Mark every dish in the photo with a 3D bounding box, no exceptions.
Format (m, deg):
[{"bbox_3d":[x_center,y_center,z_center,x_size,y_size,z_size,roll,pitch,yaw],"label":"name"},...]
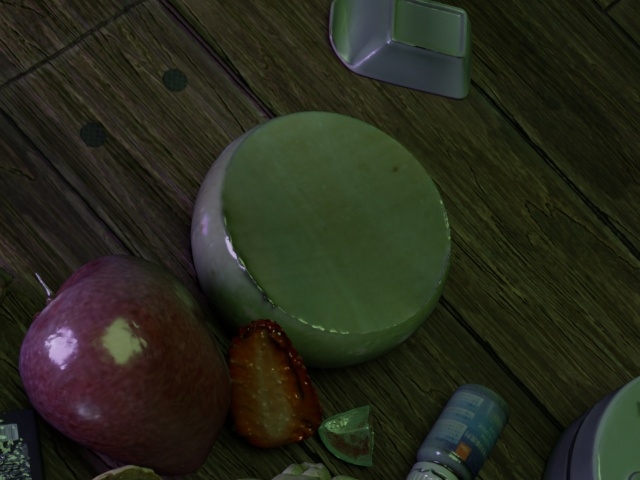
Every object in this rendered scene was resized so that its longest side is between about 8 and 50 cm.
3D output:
[{"bbox_3d":[0.128,-0.311,2.191,0.234,0.064,0.154,11,62,-14],"label":"dish"}]

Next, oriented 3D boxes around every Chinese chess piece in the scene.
[{"bbox_3d":[0.000,0.000,1.942,0.349,0.146,0.349,9,62,-17],"label":"Chinese chess piece"}]

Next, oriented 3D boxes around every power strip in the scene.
[{"bbox_3d":[0.484,0.345,1.941,0.357,0.161,0.357,9,62,-17],"label":"power strip"}]

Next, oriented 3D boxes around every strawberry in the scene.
[{"bbox_3d":[-0.061,0.172,1.828,0.121,0.188,0.082,-5,26,0],"label":"strawberry"}]

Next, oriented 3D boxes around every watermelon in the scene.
[{"bbox_3d":[0.040,0.246,1.883,0.085,0.061,0.085,13,61,-25],"label":"watermelon"}]

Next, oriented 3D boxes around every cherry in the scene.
[{"bbox_3d":[-0.225,0.148,1.728,0.221,0.261,0.307,-37,100,10],"label":"cherry"}]

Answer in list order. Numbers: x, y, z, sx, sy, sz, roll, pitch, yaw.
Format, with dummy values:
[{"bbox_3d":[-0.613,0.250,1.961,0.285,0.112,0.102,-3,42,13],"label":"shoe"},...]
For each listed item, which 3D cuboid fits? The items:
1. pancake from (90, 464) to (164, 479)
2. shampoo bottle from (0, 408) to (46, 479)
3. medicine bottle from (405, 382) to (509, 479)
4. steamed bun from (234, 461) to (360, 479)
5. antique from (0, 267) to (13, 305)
[{"bbox_3d":[-0.240,0.324,1.696,0.158,0.158,0.028,-18,41,-27],"label":"pancake"},{"bbox_3d":[-0.356,0.350,1.678,0.098,0.071,0.309,-3,66,-23],"label":"shampoo bottle"},{"bbox_3d":[0.167,0.283,1.901,0.083,0.083,0.203,37,60,0],"label":"medicine bottle"},{"bbox_3d":[-0.024,0.393,1.706,0.320,0.206,0.275,-10,71,-21],"label":"steamed bun"},{"bbox_3d":[-0.465,0.140,1.711,0.150,0.125,0.284,32,59,-5],"label":"antique"}]
